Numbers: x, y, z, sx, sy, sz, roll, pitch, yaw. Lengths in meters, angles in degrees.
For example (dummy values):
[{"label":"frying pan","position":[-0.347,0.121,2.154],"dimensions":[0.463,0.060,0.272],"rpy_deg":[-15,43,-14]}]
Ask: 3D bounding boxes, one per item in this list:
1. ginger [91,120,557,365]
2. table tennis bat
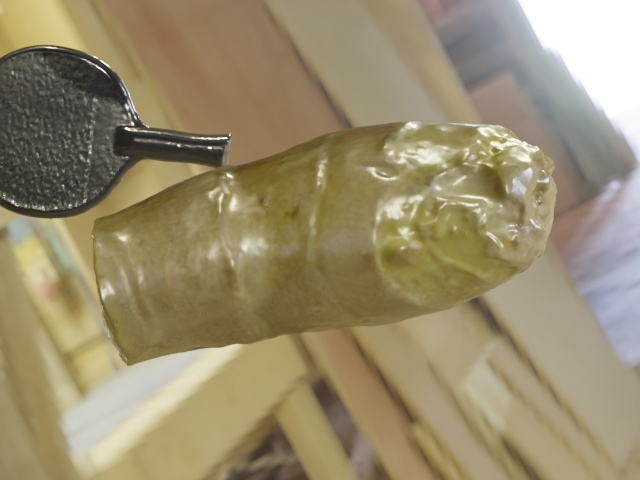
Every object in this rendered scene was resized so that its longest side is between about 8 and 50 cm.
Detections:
[{"label":"ginger","position":[0.000,0.000,1.053],"dimensions":[0.263,0.116,0.109],"rpy_deg":[-15,-34,10]},{"label":"table tennis bat","position":[-0.195,-0.089,1.685],"dimensions":[0.236,0.150,0.027],"rpy_deg":[7,-2,2]}]
